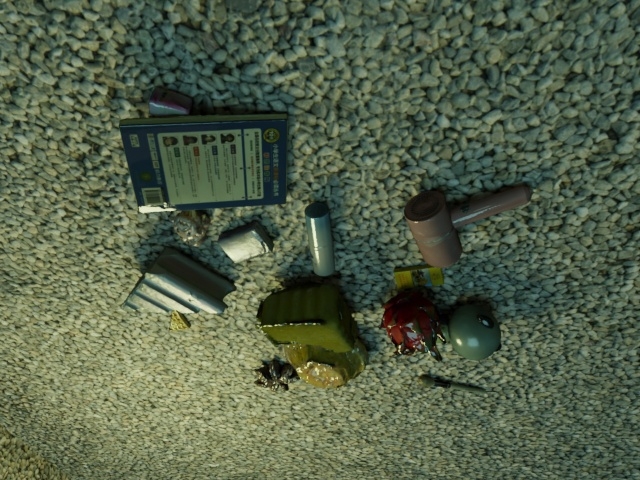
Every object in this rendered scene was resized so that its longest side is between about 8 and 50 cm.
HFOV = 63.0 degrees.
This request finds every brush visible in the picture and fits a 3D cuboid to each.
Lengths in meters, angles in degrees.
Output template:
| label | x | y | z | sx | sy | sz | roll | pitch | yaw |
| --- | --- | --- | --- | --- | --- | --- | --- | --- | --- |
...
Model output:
| label | x | y | z | sx | sy | sz | roll | pitch | yaw |
| --- | --- | --- | --- | --- | --- | --- | --- | --- | --- |
| brush | 0.541 | 0.595 | 2.138 | 0.298 | 0.039 | 0.042 | 11 | 137 | -6 |

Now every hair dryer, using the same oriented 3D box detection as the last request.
| label | x | y | z | sx | sy | sz | roll | pitch | yaw |
| --- | --- | --- | --- | --- | --- | --- | --- | --- | --- |
| hair dryer | 0.435 | -0.061 | 1.487 | 0.352 | 0.125 | 0.210 | -19 | 129 | 16 |

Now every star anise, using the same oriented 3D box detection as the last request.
| label | x | y | z | sx | sy | sz | roll | pitch | yaw |
| --- | --- | --- | --- | --- | --- | --- | --- | --- | --- |
| star anise | -0.191 | 0.574 | 2.200 | 0.196 | 0.073 | 0.212 | 26 | 129 | -19 |

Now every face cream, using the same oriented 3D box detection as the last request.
| label | x | y | z | sx | sy | sz | roll | pitch | yaw |
| --- | --- | --- | --- | --- | --- | --- | --- | --- | --- |
| face cream | 0.000 | 0.000 | 1.626 | 0.077 | 0.077 | 0.250 | 1 | 133 | 8 |

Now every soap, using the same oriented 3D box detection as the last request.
| label | x | y | z | sx | sy | sz | roll | pitch | yaw |
| --- | --- | --- | --- | --- | --- | --- | --- | --- | --- |
| soap | -0.494 | 0.191 | 1.826 | 0.302 | 0.159 | 0.257 | 35 | 125 | -20 |

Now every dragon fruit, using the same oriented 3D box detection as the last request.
| label | x | y | z | sx | sy | sz | roll | pitch | yaw |
| --- | --- | --- | --- | --- | --- | --- | --- | --- | --- |
| dragon fruit | 0.310 | 0.284 | 1.733 | 0.192 | 0.274 | 0.193 | -19 | 140 | -18 |

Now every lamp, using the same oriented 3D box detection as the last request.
| label | x | y | z | sx | sy | sz | roll | pitch | yaw |
| --- | --- | --- | --- | --- | --- | --- | --- | --- | --- |
| lamp | 0.491 | 0.310 | 1.786 | 0.243 | 0.198 | 0.198 | 4 | 138 | 38 |

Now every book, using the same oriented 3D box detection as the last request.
| label | x | y | z | sx | sy | sz | roll | pitch | yaw |
| --- | --- | --- | --- | --- | --- | --- | --- | --- | --- |
| book | -0.301 | -0.205 | 1.429 | 0.427 | 0.039 | 0.300 | -4 | 135 | -10 |

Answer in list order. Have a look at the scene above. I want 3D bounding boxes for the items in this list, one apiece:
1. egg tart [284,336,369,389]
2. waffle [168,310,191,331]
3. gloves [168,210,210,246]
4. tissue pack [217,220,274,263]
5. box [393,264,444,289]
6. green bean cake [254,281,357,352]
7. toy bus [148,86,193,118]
| label | x | y | z | sx | sy | sz | roll | pitch | yaw |
| --- | --- | --- | --- | --- | --- | --- | --- | --- | --- |
| egg tart | 0.018 | 0.474 | 2.027 | 0.351 | 0.150 | 0.352 | 7 | 133 | 7 |
| waffle | -0.577 | 0.300 | 2.035 | 0.097 | 0.023 | 0.153 | -7 | 133 | 14 |
| gloves | -0.406 | -0.038 | 1.649 | 0.110 | 0.094 | 0.144 | 2 | 142 | 23 |
| tissue pack | -0.242 | 0.009 | 1.692 | 0.156 | 0.051 | 0.112 | -19 | 125 | 25 |
| box | 0.326 | 0.119 | 1.727 | 0.154 | 0.023 | 0.087 | -9 | 128 | 16 |
| green bean cake | -0.041 | 0.267 | 1.820 | 0.309 | 0.202 | 0.285 | -6 | 144 | 15 |
| toy bus | -0.410 | -0.273 | 1.426 | 0.112 | 0.090 | 0.274 | 8 | 134 | -8 |
